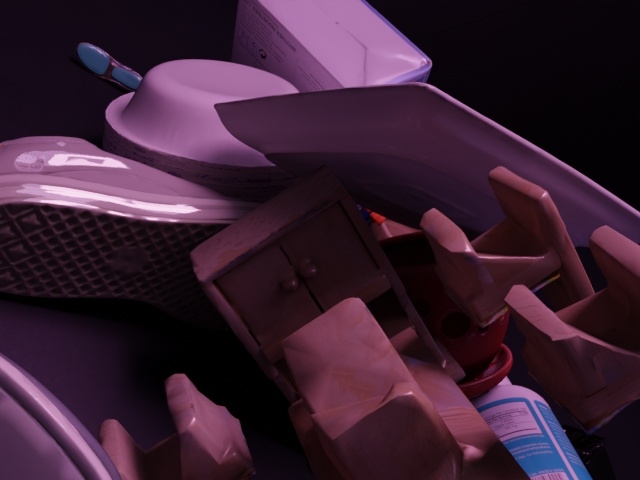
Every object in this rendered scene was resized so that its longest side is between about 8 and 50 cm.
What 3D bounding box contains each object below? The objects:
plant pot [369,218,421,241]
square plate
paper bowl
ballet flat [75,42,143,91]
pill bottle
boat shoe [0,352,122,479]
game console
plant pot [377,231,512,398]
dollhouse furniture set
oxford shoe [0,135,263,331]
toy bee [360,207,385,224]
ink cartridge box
[{"bbox_3d":[0.155,0.061,1.300,0.237,0.109,0.237,34,22,-15],"label":"plant pot"},{"bbox_3d":[0.104,-0.061,0.830,0.347,0.049,0.344,23,-9,-34],"label":"square plate"},{"bbox_3d":[-0.127,-0.134,1.027,0.284,0.148,0.284,9,25,-4],"label":"paper bowl"},{"bbox_3d":[-0.333,-0.268,1.276,0.114,0.041,0.041,31,22,-22],"label":"ballet flat"},{"bbox_3d":[0.224,0.268,0.931,0.146,0.146,0.264,28,23,-27],"label":"pill bottle"},{"bbox_3d":[-0.245,0.091,0.513,0.319,0.116,0.099,27,7,11],"label":"boat shoe"},{"bbox_3d":[0.407,0.346,1.272,0.107,0.071,0.122,16,7,30],"label":"game console"},{"bbox_3d":[0.132,0.087,0.968,0.191,0.191,0.174,-49,131,-70],"label":"plant pot"},{"bbox_3d":[0.049,0.138,0.646,0.256,0.362,0.394,57,-1,-27],"label":"dollhouse furniture set"},{"bbox_3d":[-0.158,-0.006,0.841,0.449,0.169,0.130,14,31,-39],"label":"oxford shoe"},{"bbox_3d":[0.000,0.000,1.094,0.195,0.162,0.298,42,21,14],"label":"toy bee"},{"bbox_3d":[-0.015,-0.179,1.245,0.151,0.395,0.270,-27,64,-30],"label":"ink cartridge box"}]
